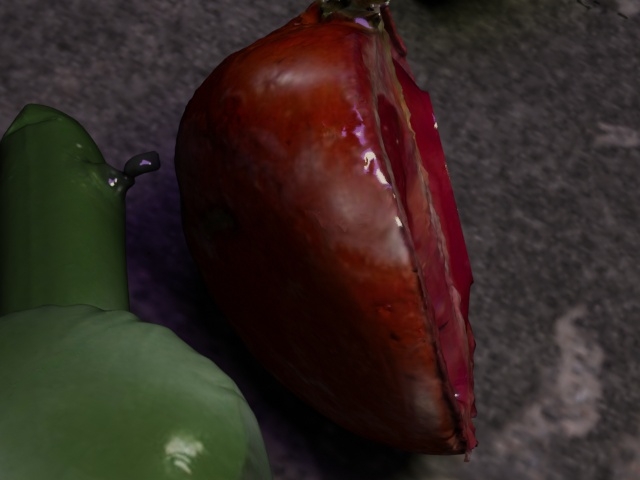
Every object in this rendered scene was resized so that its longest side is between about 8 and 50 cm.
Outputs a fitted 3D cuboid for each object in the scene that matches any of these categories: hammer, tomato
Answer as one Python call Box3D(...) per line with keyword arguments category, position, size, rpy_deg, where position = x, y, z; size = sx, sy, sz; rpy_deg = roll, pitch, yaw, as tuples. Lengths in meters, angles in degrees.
Box3D(category="hammer", position=(-0.077, 0.056, 0.585), size=(0.119, 0.206, 0.335), rpy_deg=(-9, 37, -3))
Box3D(category="tomato", position=(0.000, 0.000, 0.654), size=(0.099, 0.173, 0.189), rpy_deg=(-11, 17, 10))
